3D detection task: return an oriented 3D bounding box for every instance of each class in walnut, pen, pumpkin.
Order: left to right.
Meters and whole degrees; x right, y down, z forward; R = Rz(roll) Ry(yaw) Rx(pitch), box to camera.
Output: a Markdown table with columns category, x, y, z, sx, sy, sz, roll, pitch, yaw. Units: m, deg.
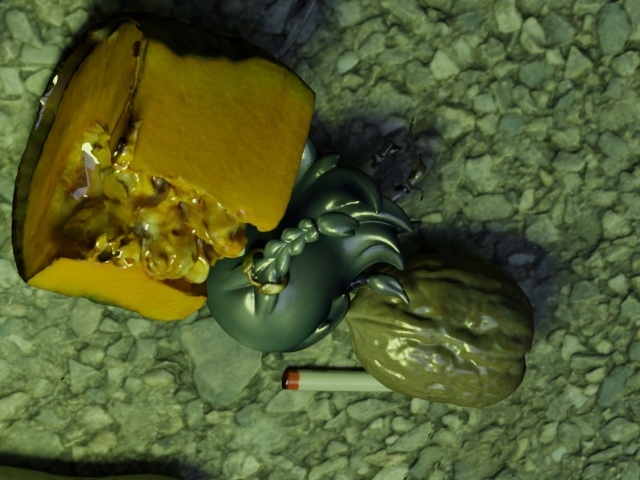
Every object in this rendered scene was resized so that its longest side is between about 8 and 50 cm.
| category | x | y | z | sx | sy | sz | roll | pitch | yaw |
| --- | --- | --- | --- | --- | --- | --- | --- | --- | --- |
| pumpkin | -0.168 | -0.079 | 1.794 | 0.225 | 0.256 | 0.303 | 24 | 132 | -30 |
| pen | 0.071 | 0.170 | 2.139 | 0.239 | 0.028 | 0.028 | 2 | 120 | -16 |
| walnut | 0.134 | 0.099 | 2.038 | 0.230 | 0.178 | 0.178 | 10 | 117 | -16 |

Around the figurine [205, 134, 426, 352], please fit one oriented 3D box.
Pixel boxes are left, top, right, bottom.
| category | x | y | z | sx | sy | sz | roll | pitch | yaw |
| --- | --- | --- | --- | --- | --- | --- | --- | --- | --- |
| figurine | -0.014 | 0.004 | 1.935 | 0.197 | 0.175 | 0.265 | 7 | 119 | -43 |

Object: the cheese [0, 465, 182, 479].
| category | x | y | z | sx | sy | sz | roll | pitch | yaw |
| --- | --- | --- | --- | --- | --- | --- | --- | --- | --- |
| cheese | -0.348 | 0.336 | 2.064 | 0.351 | 0.129 | 0.328 | -36 | 123 | 9 |
